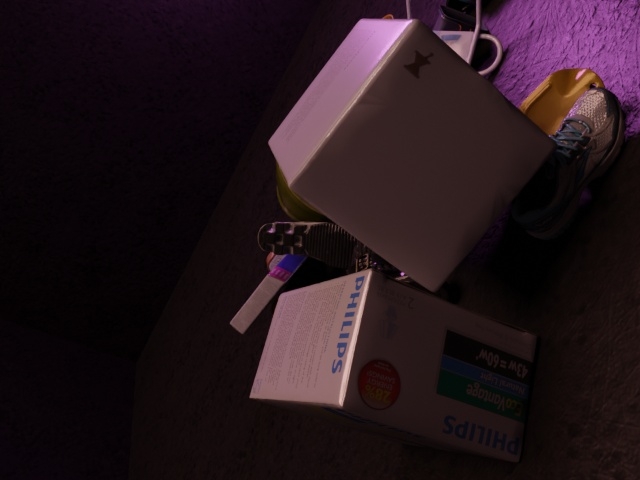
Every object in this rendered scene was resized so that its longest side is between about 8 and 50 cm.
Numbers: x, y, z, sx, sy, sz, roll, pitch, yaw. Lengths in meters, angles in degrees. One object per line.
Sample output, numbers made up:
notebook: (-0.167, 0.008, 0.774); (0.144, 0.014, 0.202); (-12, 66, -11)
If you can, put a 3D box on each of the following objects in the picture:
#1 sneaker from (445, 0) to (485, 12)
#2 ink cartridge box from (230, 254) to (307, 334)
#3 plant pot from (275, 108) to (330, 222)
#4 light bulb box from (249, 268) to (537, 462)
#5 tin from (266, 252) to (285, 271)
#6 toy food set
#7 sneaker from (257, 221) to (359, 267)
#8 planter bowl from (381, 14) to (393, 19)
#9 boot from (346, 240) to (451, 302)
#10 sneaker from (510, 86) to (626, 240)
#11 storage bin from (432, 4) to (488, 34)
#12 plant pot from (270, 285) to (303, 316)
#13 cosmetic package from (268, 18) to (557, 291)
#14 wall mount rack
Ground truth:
sneaker: (0.436, -0.703, 1.822); (0.302, 0.108, 0.121); (146, 143, -68)
ink cartridge box: (-0.123, 0.106, 2.147); (0.330, 0.071, 0.324); (-52, -1, 29)
plant pot: (0.015, -0.195, 2.000); (0.353, 0.367, 0.366); (139, 150, -70)
light bulb box: (0.120, 0.230, 1.210); (0.361, 0.358, 0.225); (-21, 50, 61)
tin: (-0.114, 0.051, 2.326); (0.189, 0.106, 0.040); (-53, 25, 33)
toy food set: (0.449, -0.228, 1.291); (0.218, 0.071, 0.128); (-45, 65, 24)
sneaker: (0.000, 0.000, 1.942); (0.146, 0.331, 0.122); (-7, -72, -70)
planter bowl: (0.219, -0.646, 2.294); (0.217, 0.090, 0.217); (-50, 25, 34)
boot: (0.173, 0.075, 1.577); (0.348, 0.131, 0.260); (-23, 32, 43)
sneaker: (0.425, -0.137, 1.169); (0.110, 0.122, 0.283); (32, 102, 46)
storage bin: (0.364, -0.551, 1.801); (0.098, 0.135, 0.091); (-94, 23, -51)
plant pot: (-0.075, 0.194, 2.071); (0.134, 0.134, 0.095); (-51, 8, 34)
cosmetic package: (0.138, -0.179, 1.245); (0.327, 0.329, 0.393); (-51, 18, 9)
wall mount rack: (0.290, -0.542, 1.706); (0.350, 0.130, 0.304); (14, 89, 33)
